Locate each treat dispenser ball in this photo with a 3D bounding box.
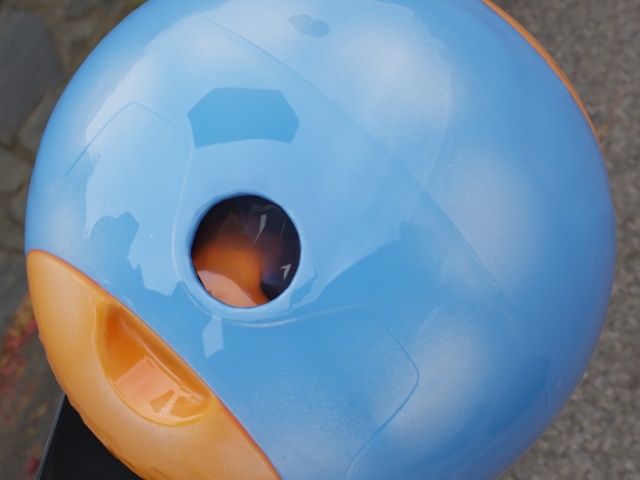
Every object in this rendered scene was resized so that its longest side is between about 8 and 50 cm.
[{"bbox_3d":[0.000,0.000,0.759,0.288,0.288,0.288,-42,26,26],"label":"treat dispenser ball"}]

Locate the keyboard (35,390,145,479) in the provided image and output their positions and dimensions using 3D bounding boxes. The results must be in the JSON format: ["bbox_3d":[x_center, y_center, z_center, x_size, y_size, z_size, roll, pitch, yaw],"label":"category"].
[{"bbox_3d":[-0.188,0.217,1.041,0.033,0.201,0.317,-172,99,-76],"label":"keyboard"}]
